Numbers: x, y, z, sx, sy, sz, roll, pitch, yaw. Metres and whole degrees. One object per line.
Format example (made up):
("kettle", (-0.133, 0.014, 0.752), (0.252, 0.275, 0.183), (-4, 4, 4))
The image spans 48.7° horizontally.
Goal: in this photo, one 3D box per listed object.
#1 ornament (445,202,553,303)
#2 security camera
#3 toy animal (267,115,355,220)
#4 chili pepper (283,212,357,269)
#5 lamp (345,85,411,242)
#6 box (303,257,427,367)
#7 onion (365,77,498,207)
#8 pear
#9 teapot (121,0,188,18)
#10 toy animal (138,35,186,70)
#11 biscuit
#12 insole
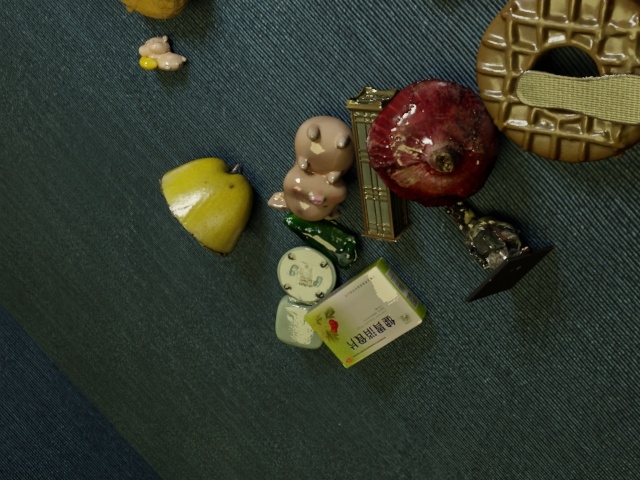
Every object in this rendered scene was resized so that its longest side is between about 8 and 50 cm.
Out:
("ornament", (0.344, -0.006, 1.468), (0.196, 0.153, 0.166), (58, 139, 22))
("security camera", (-0.037, 0.145, 1.851), (0.157, 0.080, 0.302), (13, 117, 12))
("toy animal", (-0.007, -0.156, 1.559), (0.166, 0.154, 0.250), (21, 120, 2))
("chili pepper", (0.002, -0.001, 1.728), (0.216, 0.062, 0.108), (31, 134, 17))
("lamp", (0.127, -0.157, 1.506), (0.089, 0.090, 0.326), (11, 127, 30))
("box", (0.107, 0.181, 1.736), (0.260, 0.062, 0.175), (-37, 96, 30))
("onion", (0.211, -0.174, 1.323), (0.252, 0.219, 0.252), (2, 117, 3))
("pear", (-0.255, -0.106, 1.770), (0.178, 0.267, 0.267), (-33, 98, 21))
("teapot", (-0.358, -0.592, 1.517), (0.203, 0.167, 0.311), (30, 160, -17))
("toy animal", (-0.385, -0.446, 1.681), (0.114, 0.091, 0.082), (15, 114, 29))
("biscuit", (0.423, -0.287, 1.187), (0.332, 0.103, 0.332), (19, 129, 25))
("insole", (0.438, -0.232, 1.139), (0.253, 0.005, 0.086), (13, 127, 28))
